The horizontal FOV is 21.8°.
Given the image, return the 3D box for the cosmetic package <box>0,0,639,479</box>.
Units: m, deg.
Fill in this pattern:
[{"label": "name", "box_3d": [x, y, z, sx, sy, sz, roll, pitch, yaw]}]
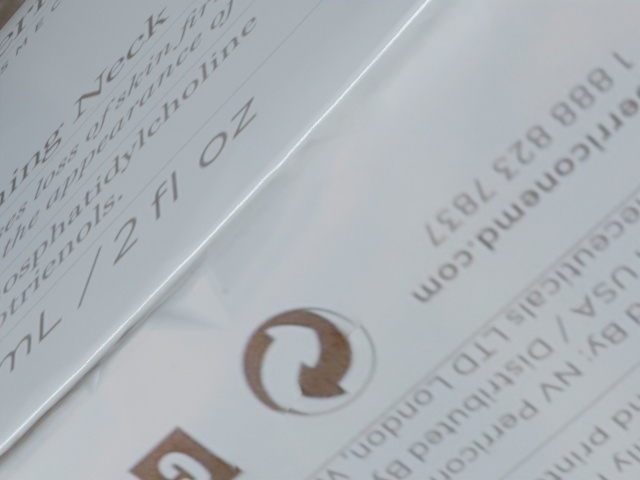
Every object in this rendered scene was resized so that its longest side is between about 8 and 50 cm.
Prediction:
[{"label": "cosmetic package", "box_3d": [0.050, 0.007, 0.679, 0.329, 0.327, 0.394, -44, 24, 19]}]
